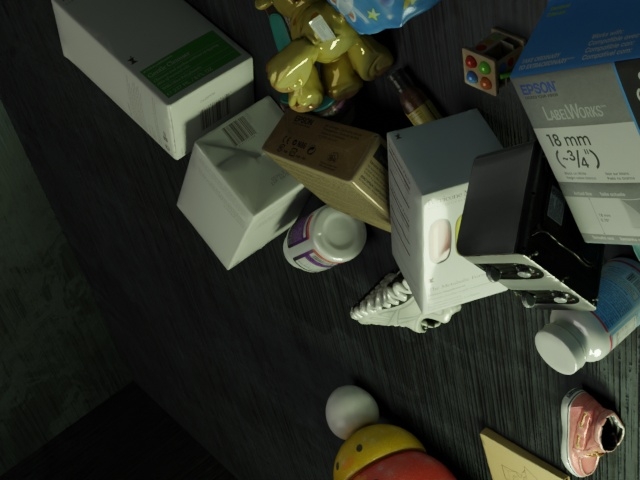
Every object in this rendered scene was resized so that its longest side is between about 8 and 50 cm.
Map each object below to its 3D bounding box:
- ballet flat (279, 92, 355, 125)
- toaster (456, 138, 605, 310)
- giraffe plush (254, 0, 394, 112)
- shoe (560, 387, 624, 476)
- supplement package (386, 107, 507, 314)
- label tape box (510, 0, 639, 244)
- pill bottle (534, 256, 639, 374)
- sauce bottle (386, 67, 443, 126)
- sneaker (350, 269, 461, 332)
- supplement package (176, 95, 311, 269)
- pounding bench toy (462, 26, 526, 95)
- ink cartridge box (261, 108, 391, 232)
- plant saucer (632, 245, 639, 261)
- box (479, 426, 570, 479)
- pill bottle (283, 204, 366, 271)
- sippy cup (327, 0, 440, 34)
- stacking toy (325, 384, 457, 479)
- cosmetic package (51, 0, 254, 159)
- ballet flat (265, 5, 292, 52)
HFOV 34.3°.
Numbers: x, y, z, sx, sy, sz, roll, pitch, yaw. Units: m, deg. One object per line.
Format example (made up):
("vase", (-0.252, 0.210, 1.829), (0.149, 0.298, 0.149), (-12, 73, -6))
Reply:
("ballet flat", (0.008, -0.213, 1.660), (0.079, 0.077, 0.221), (44, 167, -24))
("toaster", (0.262, -0.023, 1.247), (0.110, 0.185, 0.168), (-9, 149, 45))
("giraffe plush", (-0.012, -0.313, 1.465), (0.210, 0.181, 0.170), (77, 171, -62))
("shoe", (0.419, 0.313, 1.592), (0.081, 0.063, 0.178), (34, 146, 49))
("supplement package", (0.178, -0.037, 1.431), (0.244, 0.139, 0.134), (82, 168, -48))
("label tape box", (0.326, -0.156, 1.079), (0.241, 0.106, 0.333), (4, 126, 60))
("pill bottle", (0.348, 0.097, 1.309), (0.087, 0.160, 0.087), (42, 153, 27))
("sauce bottle", (0.141, -0.186, 1.470), (0.128, 0.042, 0.042), (56, 157, 1))
("sneaker", (0.144, 0.115, 1.805), (0.118, 0.110, 0.292), (46, 157, -4))
("supplement package", (-0.137, -0.100, 1.936), (0.175, 0.177, 0.293), (50, 156, 8))
("pounding bench toy", (0.221, -0.210, 1.254), (0.083, 0.065, 0.052), (33, 149, 39))
("ink cartridge box", (0.051, -0.102, 1.607), (0.235, 0.088, 0.193), (24, 170, 48))
("plant saucer", (0.423, 0.011, 1.228), (0.119, 0.021, 0.119), (42, 153, 27))
("box", (0.383, 0.443, 1.892), (0.201, 0.021, 0.164), (27, 144, 48))
("pill bottle", (0.000, 0.000, 1.902), (0.108, 0.108, 0.193), (56, 157, -4))
("sippy cup", (0.054, -0.368, 1.186), (0.224, 0.240, 0.305), (52, -162, -22))
("stacking toy", (0.134, 0.515, 2.187), (0.480, 0.351, 0.350), (58, 162, 33))
("cosmetic package", (-0.309, -0.341, 1.916), (0.365, 0.197, 0.155), (42, 154, 24))
("ballet flat", (-0.053, -0.362, 1.562), (0.073, 0.067, 0.206), (17, 135, 46))
